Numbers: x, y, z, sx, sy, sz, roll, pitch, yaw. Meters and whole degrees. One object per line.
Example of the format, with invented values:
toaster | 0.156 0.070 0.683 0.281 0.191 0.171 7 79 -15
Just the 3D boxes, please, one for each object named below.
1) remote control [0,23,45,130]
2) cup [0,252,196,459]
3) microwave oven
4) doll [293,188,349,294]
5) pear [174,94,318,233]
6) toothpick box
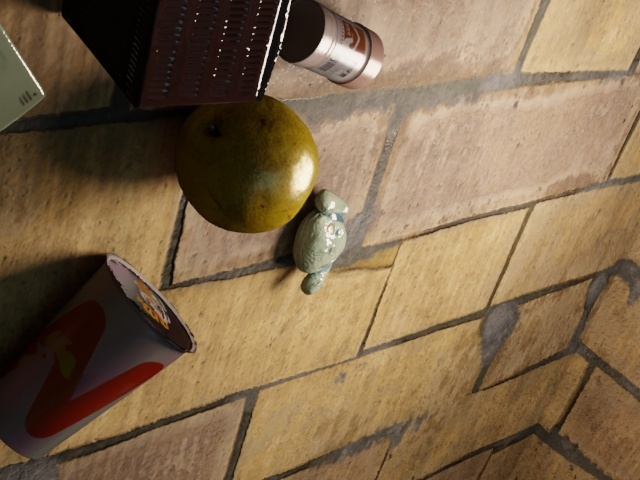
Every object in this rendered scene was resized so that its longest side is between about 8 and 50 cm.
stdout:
remote control | -0.423 -0.234 1.028 0.123 0.038 0.285 -41 143 -13
cup | -0.357 0.185 1.385 0.288 0.203 0.203 -41 145 2
microwave oven | -0.165 -0.286 1.062 0.188 0.247 0.178 -10 133 -33
doll | 0.000 0.000 1.675 0.103 0.071 0.214 -20 130 -45
pear | -0.110 -0.118 1.327 0.208 0.209 0.209 -28 141 -26
toothpick box | 0.014 -0.292 1.380 0.149 0.098 0.098 12 115 -50
